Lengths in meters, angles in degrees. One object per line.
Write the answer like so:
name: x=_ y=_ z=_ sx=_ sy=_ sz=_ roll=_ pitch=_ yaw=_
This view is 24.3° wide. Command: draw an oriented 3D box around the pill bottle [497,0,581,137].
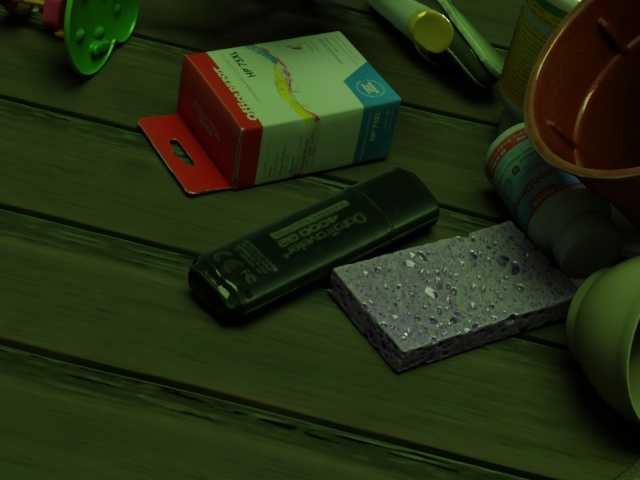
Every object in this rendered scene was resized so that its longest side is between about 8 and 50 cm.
pill bottle: x=0.252 y=-0.185 z=1.548 sx=0.117 sy=0.208 sz=0.117 roll=8 pitch=40 yaw=-6

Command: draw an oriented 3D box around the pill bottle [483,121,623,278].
pill bottle: x=0.230 y=-0.039 z=1.464 sx=0.087 sy=0.087 sz=0.160 roll=-6 pitch=42 yaw=-22

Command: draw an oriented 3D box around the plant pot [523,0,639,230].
plant pot: x=0.372 y=-0.091 z=1.380 sx=0.265 sy=0.272 sz=0.272 roll=44 pitch=22 yaw=-36

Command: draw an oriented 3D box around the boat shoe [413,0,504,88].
boat shoe: x=0.133 y=-0.242 z=1.700 sx=0.081 sy=0.068 sz=0.228 roll=31 pitch=22 yaw=-50

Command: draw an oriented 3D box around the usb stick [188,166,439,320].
usb stick: x=0.000 y=0.000 z=1.389 sx=0.278 sy=0.045 sz=0.077 roll=-25 pitch=59 yaw=-37

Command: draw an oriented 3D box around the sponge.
sponge: x=0.125 y=0.048 z=1.375 sx=0.210 sy=0.031 sz=0.117 roll=-14 pitch=46 yaw=-30

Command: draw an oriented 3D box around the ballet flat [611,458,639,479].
ballet flat: x=0.285 y=0.193 z=1.202 sx=0.250 sy=0.058 sz=0.084 roll=-26 pitch=86 yaw=-35

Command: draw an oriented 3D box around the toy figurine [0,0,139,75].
toy figurine: x=-0.298 y=-0.255 z=1.577 sx=0.159 sy=0.130 sz=0.173 roll=13 pitch=16 yaw=15

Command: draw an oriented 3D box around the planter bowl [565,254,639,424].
planter bowl: x=0.284 y=0.080 z=1.301 sx=0.162 sy=0.162 sz=0.109 roll=-18 pitch=22 yaw=-33

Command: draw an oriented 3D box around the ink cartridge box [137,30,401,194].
ink cartridge box: x=-0.053 y=-0.131 z=1.504 sx=0.231 sy=0.078 sz=0.134 roll=-14 pitch=46 yaw=-28

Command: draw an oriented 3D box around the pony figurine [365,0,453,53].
pony figurine: x=-0.038 y=-0.349 z=1.586 sx=0.351 sy=0.303 sz=0.363 roll=32 pitch=2 yaw=-30
